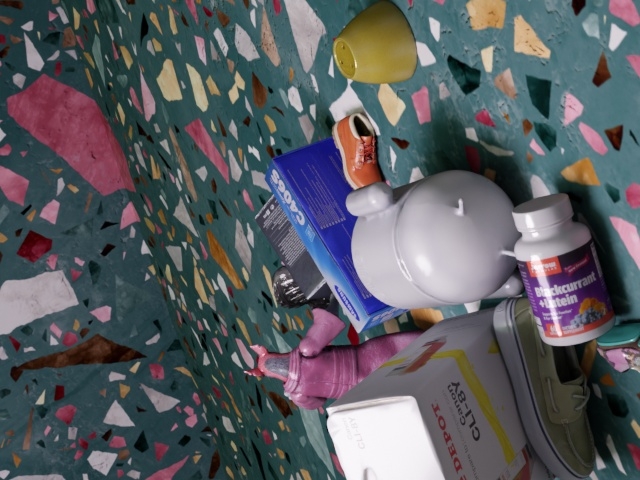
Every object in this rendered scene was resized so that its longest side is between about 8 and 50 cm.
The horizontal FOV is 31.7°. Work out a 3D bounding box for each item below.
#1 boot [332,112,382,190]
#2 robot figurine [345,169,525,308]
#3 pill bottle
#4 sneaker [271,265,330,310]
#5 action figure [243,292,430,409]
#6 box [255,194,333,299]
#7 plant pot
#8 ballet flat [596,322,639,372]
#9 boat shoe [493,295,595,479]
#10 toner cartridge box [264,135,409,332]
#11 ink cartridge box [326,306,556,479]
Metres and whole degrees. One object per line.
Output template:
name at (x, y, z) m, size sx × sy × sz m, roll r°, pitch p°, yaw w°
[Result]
boot at (0.075, -0.152, 2.013) m, size 0.084 × 0.059 × 0.158 m, roll -29°, pitch 84°, yaw 63°
robot figurine at (0.178, 0.003, 1.744) m, size 0.300 × 0.200 × 0.353 m, roll 29°, pitch 164°, yaw -16°
pill bottle at (0.330, 0.038, 1.557) m, size 0.108 × 0.108 × 0.194 m, roll 4°, pitch 116°, yaw 65°
sneaker at (-0.030, 0.075, 2.273) m, size 0.271 × 0.100 × 0.108 m, roll 18°, pitch -130°, yaw -66°
action figure at (0.045, 0.254, 2.057) m, size 0.276 × 0.370 × 0.248 m, roll -108°, pitch 23°, yaw -61°
box at (0.000, 0.000, 2.162) m, size 0.108 × 0.153 × 0.207 m, roll -48°, pitch 62°, yaw 30°
plant pot at (0.078, -0.305, 1.804) m, size 0.134 × 0.095 × 0.134 m, roll 47°, pitch 151°, yaw 37°
ballet flat at (0.441, 0.140, 1.475) m, size 0.079 × 0.077 × 0.221 m, roll 47°, pitch 162°, yaw -2°
boat shoe at (0.352, 0.224, 1.695) m, size 0.094 × 0.109 × 0.302 m, roll -18°, pitch 98°, yaw 43°
toner cartridge box at (0.055, -0.019, 2.038) m, size 0.348 × 0.165 × 0.075 m, roll 59°, pitch 153°, yaw 19°
ink cartridge box at (0.207, 0.295, 1.698) m, size 0.160 × 0.384 × 0.279 m, roll -16°, pitch 97°, yaw 36°
